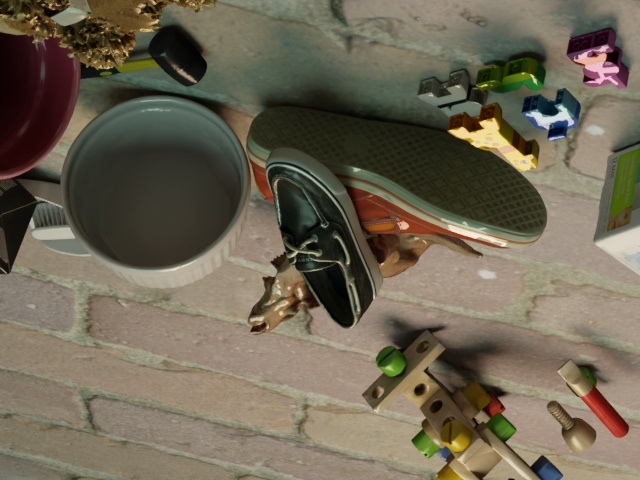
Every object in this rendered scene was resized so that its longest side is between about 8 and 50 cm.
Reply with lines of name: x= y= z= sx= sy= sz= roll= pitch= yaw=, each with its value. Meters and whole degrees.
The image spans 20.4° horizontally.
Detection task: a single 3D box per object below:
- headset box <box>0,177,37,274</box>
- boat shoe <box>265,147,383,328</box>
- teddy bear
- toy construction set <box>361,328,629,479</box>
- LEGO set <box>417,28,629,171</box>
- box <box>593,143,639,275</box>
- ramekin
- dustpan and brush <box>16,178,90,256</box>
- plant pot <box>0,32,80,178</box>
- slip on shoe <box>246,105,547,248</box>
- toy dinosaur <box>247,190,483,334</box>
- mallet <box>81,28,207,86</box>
headset box: x=-0.523 y=-0.059 z=2.113 sx=0.293 sy=0.110 sz=0.218 roll=0 pitch=149 yaw=31
boat shoe: x=0.000 y=0.000 z=1.855 sx=0.078 sy=0.070 sz=0.219 roll=-4 pitch=131 yaw=36
teddy bear: x=-0.191 y=-0.266 z=1.643 sx=0.245 sy=0.113 sz=0.338 roll=11 pitch=154 yaw=-15
toy construction set: x=0.201 y=0.219 z=2.272 sx=0.309 sy=0.257 sz=0.237 roll=-28 pitch=121 yaw=24
LEGO set: x=0.207 y=-0.123 z=1.757 sx=0.227 sy=0.087 sz=0.093 roll=-11 pitch=143 yaw=40
box: x=0.390 y=-0.046 z=1.784 sx=0.103 sy=0.114 sz=0.203 roll=33 pitch=146 yaw=-28
ramekin: x=-0.175 y=-0.046 z=1.952 sx=0.207 sy=0.207 sz=0.109 roll=10 pitch=161 yaw=7
dustpan and brush: x=-0.285 y=-0.017 z=2.187 sx=0.211 sy=0.060 sz=0.147 roll=-1 pitch=148 yaw=16
plant pot: x=-0.379 y=-0.175 z=1.832 sx=0.180 sy=0.201 sz=0.201 roll=13 pitch=156 yaw=36
slip on shoe: x=0.079 y=-0.054 z=1.890 sx=0.331 sy=0.123 sz=0.101 roll=14 pitch=137 yaw=11
toy dinosaur: x=0.045 y=0.012 z=2.046 sx=0.296 sy=0.127 sz=0.200 roll=-7 pitch=155 yaw=12
mallet: x=-0.211 y=-0.190 z=1.879 sx=0.190 sy=0.039 sz=0.062 roll=1 pitch=150 yaw=30
